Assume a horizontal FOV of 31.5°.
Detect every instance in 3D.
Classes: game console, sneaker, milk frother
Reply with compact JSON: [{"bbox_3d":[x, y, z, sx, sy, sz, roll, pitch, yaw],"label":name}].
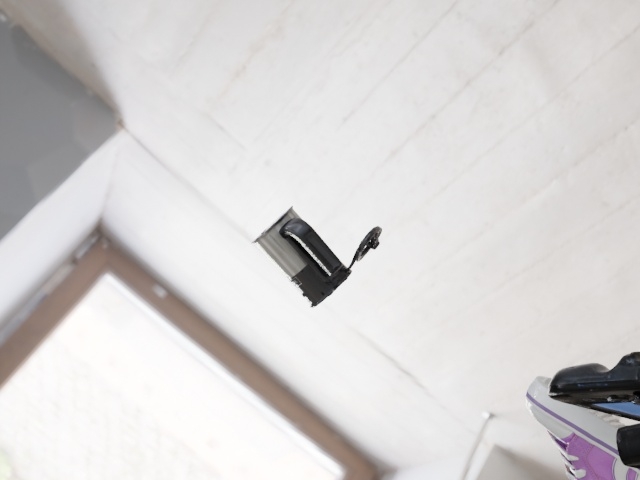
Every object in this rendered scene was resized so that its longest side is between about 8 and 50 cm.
[{"bbox_3d":[0.310,0.147,0.931,0.361,0.044,0.213,19,150,-41],"label":"game console"},{"bbox_3d":[0.299,0.276,1.223,0.282,0.161,0.102,39,-173,-13],"label":"sneaker"},{"bbox_3d":[0.000,0.000,1.677,0.135,0.143,0.129,48,141,-5],"label":"milk frother"}]
